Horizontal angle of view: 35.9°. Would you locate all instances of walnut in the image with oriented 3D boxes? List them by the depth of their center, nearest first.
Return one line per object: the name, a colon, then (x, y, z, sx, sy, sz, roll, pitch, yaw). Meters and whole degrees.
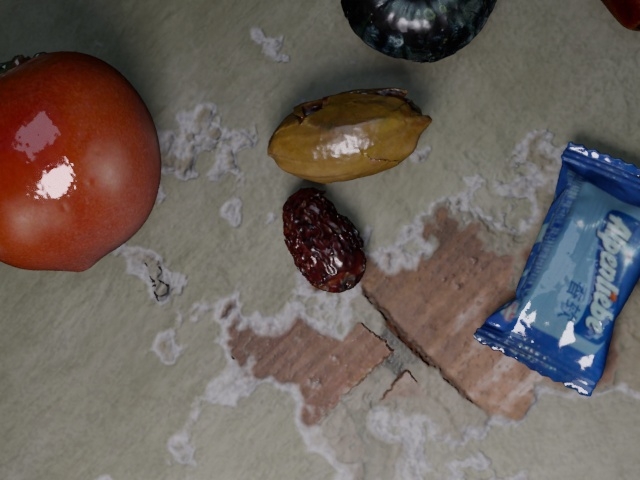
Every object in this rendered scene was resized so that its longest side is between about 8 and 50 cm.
walnut: (0.041, -0.149, 1.426, 0.245, 0.137, 0.137, -5, 77, 11)

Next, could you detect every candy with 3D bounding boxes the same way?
candy: (0.360, 0.031, 1.364, 0.187, 0.077, 0.331, 25, 83, 6)

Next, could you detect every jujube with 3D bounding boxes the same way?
jujube: (-0.004, 0.002, 1.416, 0.104, 0.104, 0.166, -36, 62, -1)

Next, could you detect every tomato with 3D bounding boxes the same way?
tomato: (-0.379, -0.109, 1.400, 0.321, 0.321, 0.321, -2, 77, 8)

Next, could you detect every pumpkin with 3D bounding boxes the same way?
pumpkin: (0.141, -0.375, 1.438, 0.233, 0.163, 0.233, 0, 89, 8)

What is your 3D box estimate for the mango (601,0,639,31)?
mango: (0.443, -0.418, 1.430, 0.133, 0.111, 0.267, -30, 76, 17)
